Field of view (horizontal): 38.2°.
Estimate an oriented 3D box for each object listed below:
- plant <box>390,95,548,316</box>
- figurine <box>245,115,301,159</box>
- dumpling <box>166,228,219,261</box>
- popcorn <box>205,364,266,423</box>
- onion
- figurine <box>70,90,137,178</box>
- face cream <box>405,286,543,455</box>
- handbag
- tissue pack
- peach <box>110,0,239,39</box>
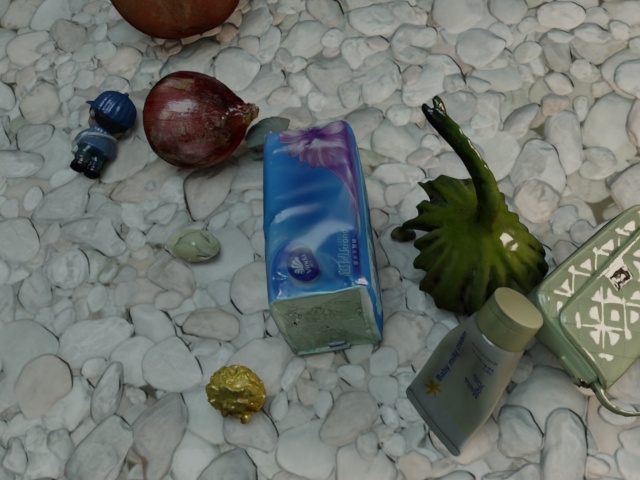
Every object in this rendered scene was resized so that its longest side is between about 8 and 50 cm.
[{"bbox_3d":[0.183,-0.004,1.180,0.180,0.333,0.251,-46,74,3],"label":"plant"},{"bbox_3d":[-0.067,-0.154,1.458,0.094,0.082,0.086,-37,43,-21],"label":"figurine"},{"bbox_3d":[-0.190,0.004,1.410,0.077,0.043,0.059,-6,42,27],"label":"dumpling"},{"bbox_3d":[-0.117,0.209,1.262,0.082,0.083,0.057,26,33,-10],"label":"popcorn"},{"bbox_3d":[-0.179,-0.189,1.439,0.194,0.159,0.160,1,61,26],"label":"onion"},{"bbox_3d":[-0.365,-0.181,1.530,0.086,0.087,0.149,27,66,-16],"label":"figurine"},{"bbox_3d":[0.190,0.164,1.165,0.114,0.070,0.224,51,126,30],"label":"face cream"},{"bbox_3d":[0.400,0.094,1.183,0.256,0.079,0.219,-38,82,-24],"label":"handbag"},{"bbox_3d":[0.000,0.000,1.278,0.146,0.198,0.264,-9,61,6],"label":"tissue pack"},{"bbox_3d":[-0.245,-0.465,1.573,0.252,0.252,0.253,-5,61,9],"label":"peach"}]
